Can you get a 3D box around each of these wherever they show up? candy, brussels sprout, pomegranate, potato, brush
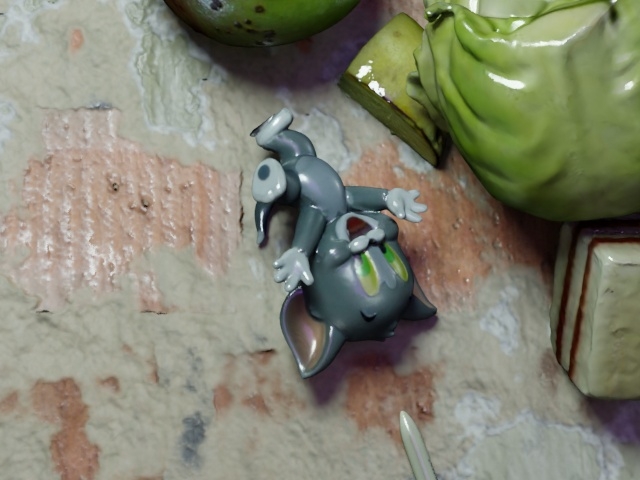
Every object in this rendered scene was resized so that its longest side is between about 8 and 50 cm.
[{"bbox_3d":[0.414,0.068,1.517,0.321,0.135,0.179,0,114,-14],"label":"candy"},{"bbox_3d":[0.302,-0.211,1.466,0.425,0.361,0.342,-38,46,-9],"label":"brussels sprout"},{"bbox_3d":[-0.031,-0.340,1.452,0.323,0.291,0.290,-3,82,-22],"label":"pomegranate"},{"bbox_3d":[0.112,-0.175,1.549,0.149,0.081,0.120,40,78,-4],"label":"potato"},{"bbox_3d":[0.135,0.323,1.503,0.039,0.042,0.299,-19,82,-14],"label":"brush"}]

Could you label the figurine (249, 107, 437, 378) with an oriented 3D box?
[{"bbox_3d":[-0.004,-0.001,1.471,0.265,0.140,0.193,47,51,11],"label":"figurine"}]
